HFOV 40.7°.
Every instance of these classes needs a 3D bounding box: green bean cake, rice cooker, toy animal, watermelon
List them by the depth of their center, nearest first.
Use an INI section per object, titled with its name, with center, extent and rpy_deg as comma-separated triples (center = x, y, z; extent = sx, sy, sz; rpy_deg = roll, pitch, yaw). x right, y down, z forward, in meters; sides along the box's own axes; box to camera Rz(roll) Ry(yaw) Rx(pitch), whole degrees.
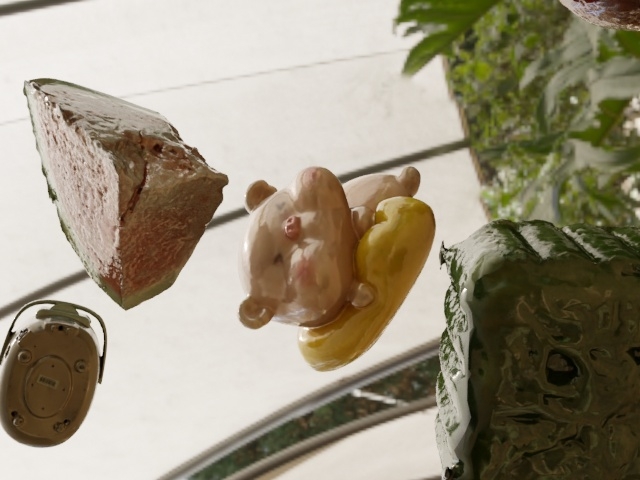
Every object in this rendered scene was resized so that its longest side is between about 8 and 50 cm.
[green bean cake]
center = 0.230, 0.117, 0.764
extent = 0.156, 0.247, 0.249
rpy_deg = -90, 3, -73
[watermelon]
center = -0.259, -0.070, 1.103
extent = 0.193, 0.232, 0.310
rpy_deg = -5, -100, -53
[rice cooker]
center = -0.378, 0.189, 1.207
extent = 0.127, 0.145, 0.206
rpy_deg = -159, 82, -73
[toy animal]
center = 0.011, -0.013, 1.226
extent = 0.277, 0.247, 0.345
rpy_deg = -46, 22, 49

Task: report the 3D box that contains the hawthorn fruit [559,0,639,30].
[hawthorn fruit]
center = 0.396, -0.419, 1.101
extent = 0.311, 0.295, 0.295
rpy_deg = -70, -22, -51
